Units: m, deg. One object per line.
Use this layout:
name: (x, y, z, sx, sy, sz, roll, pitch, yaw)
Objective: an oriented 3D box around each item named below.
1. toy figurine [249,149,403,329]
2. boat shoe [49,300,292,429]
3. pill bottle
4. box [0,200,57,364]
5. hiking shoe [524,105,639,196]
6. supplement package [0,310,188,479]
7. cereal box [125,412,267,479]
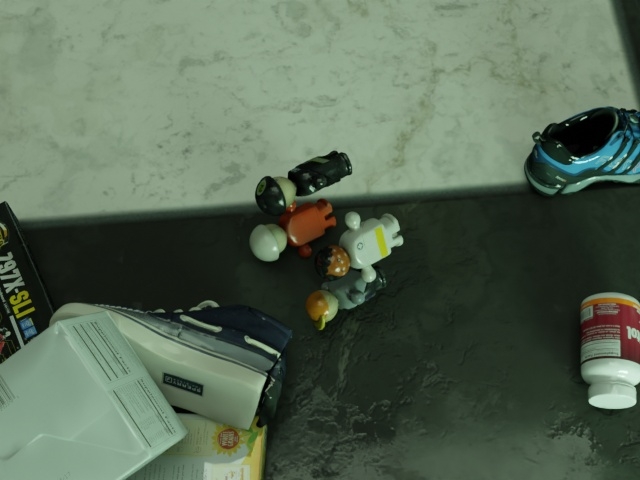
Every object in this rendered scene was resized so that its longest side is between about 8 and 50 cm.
toy figurine: (0.000, 0.000, 1.404, 0.148, 0.213, 0.209, -27, 69, -24)
boat shoe: (-0.203, 0.145, 1.379, 0.340, 0.127, 0.158, 22, 36, 5)
pill bottle: (0.415, 0.158, 1.371, 0.086, 0.086, 0.152, 5, 64, 5)
box: (-0.528, 0.129, 1.439, 0.257, 0.079, 0.322, -26, 64, -12)
hiking shoe: (0.473, -0.155, 1.503, 0.304, 0.132, 0.113, -18, 63, -7)
supplement package: (-0.346, 0.249, 1.234, 0.262, 0.145, 0.204, -36, 84, 10)
cereal box: (-0.199, 0.328, 1.335, 0.240, 0.047, 0.173, 1, 64, 4)
